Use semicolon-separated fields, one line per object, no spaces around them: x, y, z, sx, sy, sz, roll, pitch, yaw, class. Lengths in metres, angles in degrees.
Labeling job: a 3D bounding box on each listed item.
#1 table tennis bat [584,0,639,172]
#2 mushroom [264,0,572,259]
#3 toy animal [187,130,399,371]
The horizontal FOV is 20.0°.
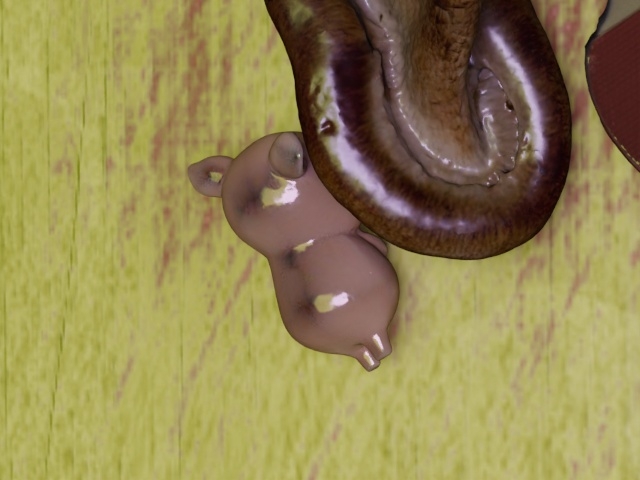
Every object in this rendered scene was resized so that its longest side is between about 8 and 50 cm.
0.186;-0.108;0.914;0.130;0.019;0.220;-36;71;6;table tennis bat
0.057;-0.108;0.873;0.148;0.217;0.227;-24;84;-11;mushroom
-0.003;0.002;0.983;0.083;0.089;0.150;-34;86;18;toy animal
